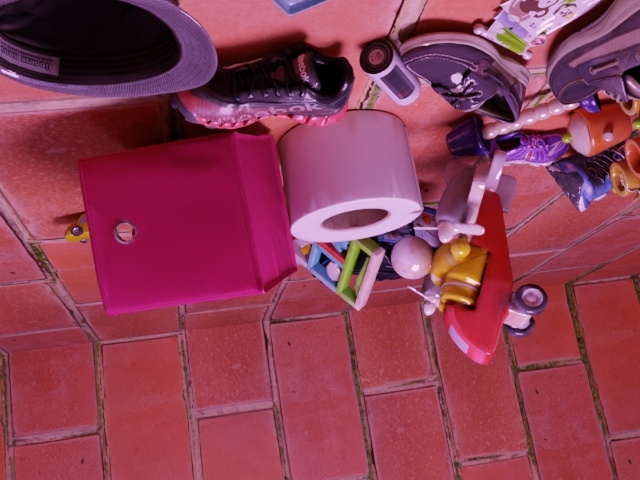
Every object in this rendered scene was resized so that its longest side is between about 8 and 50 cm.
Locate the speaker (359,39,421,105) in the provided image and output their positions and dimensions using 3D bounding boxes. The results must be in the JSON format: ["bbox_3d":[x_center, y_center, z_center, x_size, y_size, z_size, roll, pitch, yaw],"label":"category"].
[{"bbox_3d":[0.108,-0.253,1.187,0.055,0.055,0.136,-15,163,21],"label":"speaker"}]

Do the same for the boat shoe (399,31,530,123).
[{"bbox_3d":[0.231,-0.244,1.200,0.103,0.092,0.285,-9,168,43],"label":"boat shoe"}]

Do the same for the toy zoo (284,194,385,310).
[{"bbox_3d":[0.000,0.000,1.675,0.030,0.293,0.192,-36,156,-35],"label":"toy zoo"}]

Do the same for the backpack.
[{"bbox_3d":[0.143,-0.009,1.781,0.263,0.213,0.276,13,159,-29],"label":"backpack"}]

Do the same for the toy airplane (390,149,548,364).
[{"bbox_3d":[0.273,0.004,1.543,0.272,0.386,0.384,-3,-162,2],"label":"toy airplane"}]

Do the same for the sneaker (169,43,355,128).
[{"bbox_3d":[-0.072,-0.223,1.112,0.276,0.098,0.135,-5,164,-23],"label":"sneaker"}]

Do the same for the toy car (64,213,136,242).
[{"bbox_3d":[-0.393,-0.049,1.625,0.239,0.053,0.225,1,161,-34],"label":"toy car"}]

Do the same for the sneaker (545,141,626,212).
[{"bbox_3d":[0.588,-0.158,1.656,0.147,0.130,0.330,-41,169,32],"label":"sneaker"}]

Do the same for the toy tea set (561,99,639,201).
[{"bbox_3d":[0.532,-0.188,1.394,0.124,0.200,0.336,-17,165,-1],"label":"toy tea set"}]

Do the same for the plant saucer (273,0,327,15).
[{"bbox_3d":[-0.052,-0.323,0.917,0.067,0.018,0.192,-15,162,22],"label":"plant saucer"}]

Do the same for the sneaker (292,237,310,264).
[{"bbox_3d":[0.074,0.031,1.994,0.366,0.150,0.135,-17,162,26],"label":"sneaker"}]

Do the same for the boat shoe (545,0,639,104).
[{"bbox_3d":[0.445,-0.263,1.149,0.132,0.130,0.355,-15,171,-10],"label":"boat shoe"}]

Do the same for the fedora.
[{"bbox_3d":[-0.247,-0.256,0.838,0.275,0.124,0.244,-3,163,9],"label":"fedora"}]

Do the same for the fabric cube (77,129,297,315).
[{"bbox_3d":[-0.206,-0.032,1.287,0.258,0.254,0.259,-8,-176,11],"label":"fabric cube"}]

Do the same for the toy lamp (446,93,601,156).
[{"bbox_3d":[0.361,-0.217,1.415,0.274,0.080,0.080,-17,163,29],"label":"toy lamp"}]

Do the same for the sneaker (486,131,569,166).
[{"bbox_3d":[0.421,-0.189,1.576,0.170,0.068,0.071,-8,159,-1],"label":"sneaker"}]

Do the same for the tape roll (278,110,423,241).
[{"bbox_3d":[0.051,-0.112,1.440,0.246,0.169,0.246,-9,164,-3],"label":"tape roll"}]

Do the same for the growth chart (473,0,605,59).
[{"bbox_3d":[0.331,-0.334,1.091,0.172,0.021,0.237,5,158,-39],"label":"growth chart"}]
